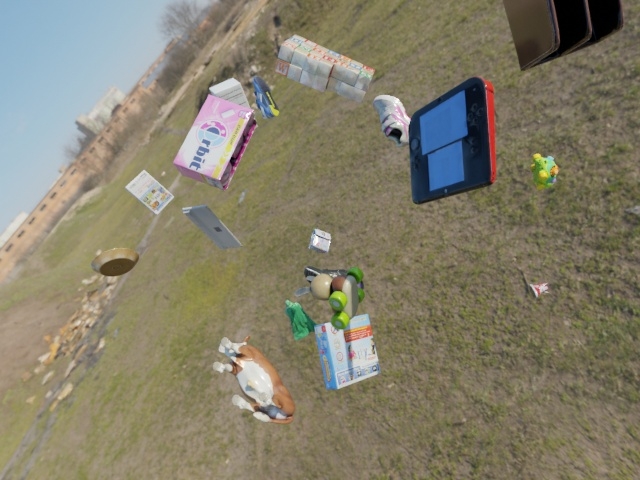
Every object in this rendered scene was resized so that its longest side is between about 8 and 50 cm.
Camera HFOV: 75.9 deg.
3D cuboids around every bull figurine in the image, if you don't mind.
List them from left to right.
[{"bbox_3d":[-0.184,0.348,1.072,0.310,0.188,0.101,38,87,32],"label":"bull figurine"}]

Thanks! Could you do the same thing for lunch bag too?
[{"bbox_3d":[0.000,0.000,1.611,0.053,0.071,0.084,-35,37,59],"label":"lunch bag"}]

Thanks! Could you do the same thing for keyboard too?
[{"bbox_3d":[-0.308,-0.033,1.196,0.072,0.256,0.014,-12,62,7],"label":"keyboard"}]

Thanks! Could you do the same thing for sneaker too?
[{"bbox_3d":[-0.192,-0.468,1.351,0.059,0.144,0.053,-20,5,35],"label":"sneaker"},{"bbox_3d":[0.064,0.180,1.889,0.124,0.283,0.107,-52,-19,-39],"label":"sneaker"},{"bbox_3d":[0.289,-0.475,1.638,0.111,0.252,0.103,-34,-14,-26],"label":"sneaker"},{"bbox_3d":[0.848,0.191,1.583,0.066,0.042,0.118,-8,7,20],"label":"sneaker"}]

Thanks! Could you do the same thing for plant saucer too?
[{"bbox_3d":[-0.384,0.045,0.773,0.083,0.083,0.015,-40,61,20],"label":"plant saucer"}]

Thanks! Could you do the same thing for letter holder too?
[{"bbox_3d":[0.420,-0.494,0.724,0.151,0.302,0.214,-17,8,15],"label":"letter holder"}]

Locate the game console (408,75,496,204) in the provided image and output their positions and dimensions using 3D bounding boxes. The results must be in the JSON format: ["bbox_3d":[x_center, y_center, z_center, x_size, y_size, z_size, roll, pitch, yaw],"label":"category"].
[{"bbox_3d":[0.419,-0.315,1.364,0.386,0.060,0.343,168,106,-67],"label":"game console"}]

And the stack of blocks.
[{"bbox_3d":[0.020,-0.556,1.341,0.171,0.296,0.087,-71,4,-52],"label":"stack of blocks"}]

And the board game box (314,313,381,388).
[{"bbox_3d":[0.137,0.541,2.028,0.086,0.308,0.303,-24,74,47],"label":"board game box"}]

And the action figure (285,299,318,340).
[{"bbox_3d":[-0.114,0.378,2.020,0.137,0.232,0.063,-33,32,-11],"label":"action figure"}]

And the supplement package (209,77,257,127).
[{"bbox_3d":[-0.330,-0.504,1.562,0.105,0.180,0.105,-28,38,-10],"label":"supplement package"}]

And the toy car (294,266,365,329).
[{"bbox_3d":[0.021,0.161,1.261,0.188,0.149,0.155,10,35,26],"label":"toy car"}]

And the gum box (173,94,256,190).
[{"bbox_3d":[-0.223,-0.218,0.895,0.062,0.107,0.189,94,-163,-75],"label":"gum box"}]

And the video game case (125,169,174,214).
[{"bbox_3d":[-0.537,-0.151,1.295,0.011,0.122,0.087,-22,30,49],"label":"video game case"}]

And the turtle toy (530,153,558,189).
[{"bbox_3d":[0.696,-0.207,1.272,0.066,0.130,0.095,-9,59,15],"label":"turtle toy"}]
